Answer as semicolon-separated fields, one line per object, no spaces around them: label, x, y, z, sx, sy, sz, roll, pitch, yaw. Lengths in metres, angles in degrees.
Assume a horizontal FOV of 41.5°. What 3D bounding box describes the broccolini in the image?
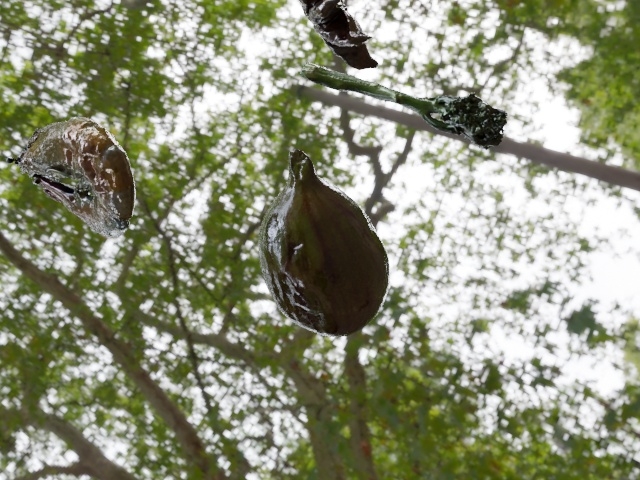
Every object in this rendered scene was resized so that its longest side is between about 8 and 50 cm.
broccolini;0.087;-0.155;0.959;0.057;0.254;0.071;-43;-36;-54

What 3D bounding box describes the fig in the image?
fig;0.000;0.000;0.681;0.103;0.109;0.155;-55;-36;-55

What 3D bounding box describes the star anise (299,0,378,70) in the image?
star anise;0.006;-0.219;0.793;0.042;0.141;0.141;-32;-40;4

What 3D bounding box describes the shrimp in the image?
shrimp;-0.214;-0.055;0.714;0.042;0.190;0.101;-22;-67;-40
